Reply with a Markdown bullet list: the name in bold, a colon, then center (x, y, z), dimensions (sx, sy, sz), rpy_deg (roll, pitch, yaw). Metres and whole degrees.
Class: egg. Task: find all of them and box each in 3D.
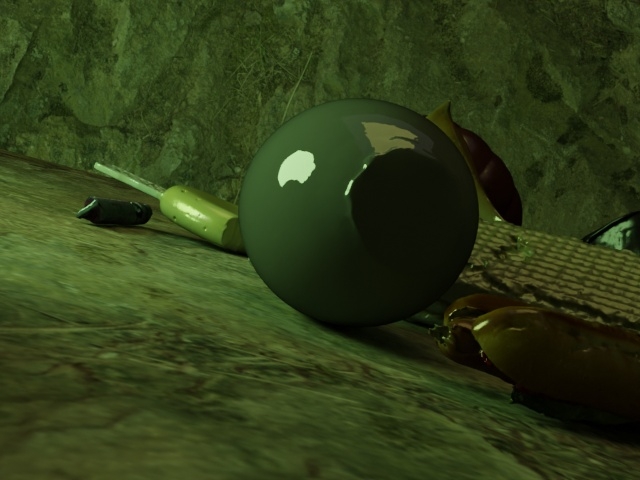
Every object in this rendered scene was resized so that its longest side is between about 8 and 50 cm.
- **egg**: center (0.023, -0.023, 0.598), dimensions (0.176, 0.176, 0.232), rpy_deg (14, 3, -21)

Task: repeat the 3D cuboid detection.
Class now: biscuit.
- **biscuit**: center (0.133, 0.030, 0.750), dimensions (0.426, 0.078, 0.144), rpy_deg (15, 32, 26)

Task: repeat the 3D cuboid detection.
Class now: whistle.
- **whistle**: center (-0.252, -0.036, 0.940), dimensions (0.033, 0.033, 0.176), rpy_deg (15, 3, 7)

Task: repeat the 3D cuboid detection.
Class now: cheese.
- **cheese**: center (-0.188, -0.049, 1.014), dimensions (0.256, 0.050, 0.127), rpy_deg (24, 9, 6)

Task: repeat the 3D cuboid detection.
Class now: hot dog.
- **hot dog**: center (0.170, 0.081, 0.467), dimensions (0.236, 0.062, 0.092), rpy_deg (17, 2, -15)

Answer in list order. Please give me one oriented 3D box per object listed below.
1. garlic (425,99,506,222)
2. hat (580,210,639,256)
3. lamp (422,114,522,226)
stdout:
- **garlic**: center (0.176, 0.005, 0.920), dimensions (0.151, 0.196, 0.338), rpy_deg (-12, 56, -18)
- **hat**: center (0.471, 0.053, 0.948), dimensions (0.238, 0.336, 0.209), rpy_deg (38, 22, -51)
- **lamp**: center (0.170, -0.054, 1.203), dimensions (0.303, 0.257, 0.303), rpy_deg (31, -29, 19)
